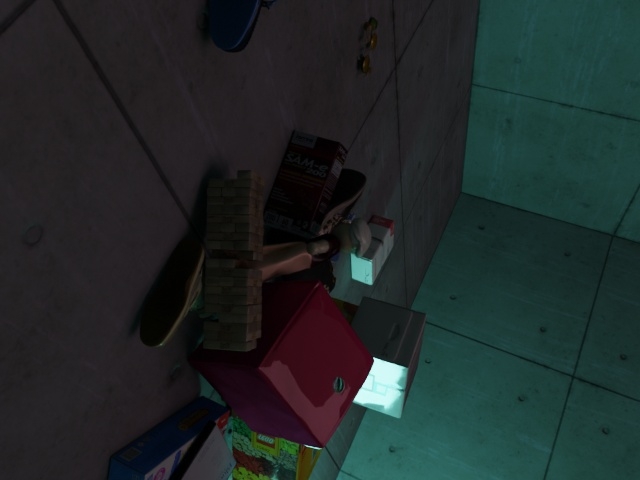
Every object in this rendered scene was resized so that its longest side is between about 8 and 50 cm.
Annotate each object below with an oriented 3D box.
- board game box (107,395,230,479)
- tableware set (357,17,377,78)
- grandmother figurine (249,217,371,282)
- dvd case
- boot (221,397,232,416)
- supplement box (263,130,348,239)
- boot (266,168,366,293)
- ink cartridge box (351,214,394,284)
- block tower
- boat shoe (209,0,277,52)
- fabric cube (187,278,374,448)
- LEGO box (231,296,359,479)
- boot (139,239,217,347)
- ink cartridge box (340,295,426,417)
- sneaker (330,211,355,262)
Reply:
[{"bbox_3d":[-0.340,0.545,1.287,0.308,0.086,0.302,-22,128,-65],"label":"board game box"},{"bbox_3d":[0.133,-0.543,1.653,0.104,0.024,0.154,-54,153,-47],"label":"tableware set"},{"bbox_3d":[-0.034,0.028,1.311,0.342,0.207,0.104,-19,93,-22],"label":"grandmother figurine"},{"bbox_3d":[-0.264,0.533,1.313,0.180,0.022,0.253,-58,157,-33],"label":"dvd case"},{"bbox_3d":[-0.226,0.407,1.539,0.087,0.042,0.119,-33,139,-69],"label":"boot"},{"bbox_3d":[-0.038,-0.130,1.410,0.240,0.130,0.073,-70,159,-4],"label":"supplement box"},{"bbox_3d":[0.000,0.000,1.613,0.377,0.138,0.284,-51,151,-36],"label":"boot"},{"bbox_3d":[0.200,0.036,2.239,0.159,0.092,0.218,84,30,-49],"label":"ink cartridge box"},{"bbox_3d":[-0.166,0.038,1.136,0.091,0.097,0.336,21,71,-78],"label":"block tower"},{"bbox_3d":[-0.112,-0.440,0.981,0.089,0.108,0.259,-8,117,-72],"label":"boat shoe"},{"bbox_3d":[-0.081,0.267,1.320,0.254,0.259,0.258,-52,120,-35],"label":"fabric cube"},{"bbox_3d":[-0.060,0.452,1.719,0.500,0.193,0.373,-53,154,-53],"label":"LEGO box"},{"bbox_3d":[-0.258,0.126,1.136,0.165,0.077,0.213,69,36,-60],"label":"boot"},{"bbox_3d":[0.180,0.340,1.712,0.270,0.197,0.198,90,22,-44],"label":"ink cartridge box"},{"bbox_3d":[0.057,-0.012,1.834,0.080,0.081,0.211,-51,153,-48],"label":"sneaker"}]
